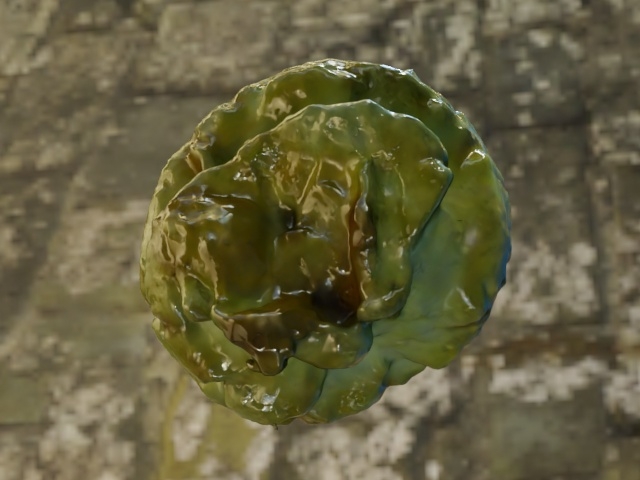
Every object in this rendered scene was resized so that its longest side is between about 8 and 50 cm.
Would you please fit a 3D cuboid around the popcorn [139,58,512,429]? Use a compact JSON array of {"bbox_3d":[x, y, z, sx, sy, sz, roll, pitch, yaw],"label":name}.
[{"bbox_3d":[0.000,0.000,0.964,0.204,0.221,0.183,48,4,25],"label":"popcorn"}]
